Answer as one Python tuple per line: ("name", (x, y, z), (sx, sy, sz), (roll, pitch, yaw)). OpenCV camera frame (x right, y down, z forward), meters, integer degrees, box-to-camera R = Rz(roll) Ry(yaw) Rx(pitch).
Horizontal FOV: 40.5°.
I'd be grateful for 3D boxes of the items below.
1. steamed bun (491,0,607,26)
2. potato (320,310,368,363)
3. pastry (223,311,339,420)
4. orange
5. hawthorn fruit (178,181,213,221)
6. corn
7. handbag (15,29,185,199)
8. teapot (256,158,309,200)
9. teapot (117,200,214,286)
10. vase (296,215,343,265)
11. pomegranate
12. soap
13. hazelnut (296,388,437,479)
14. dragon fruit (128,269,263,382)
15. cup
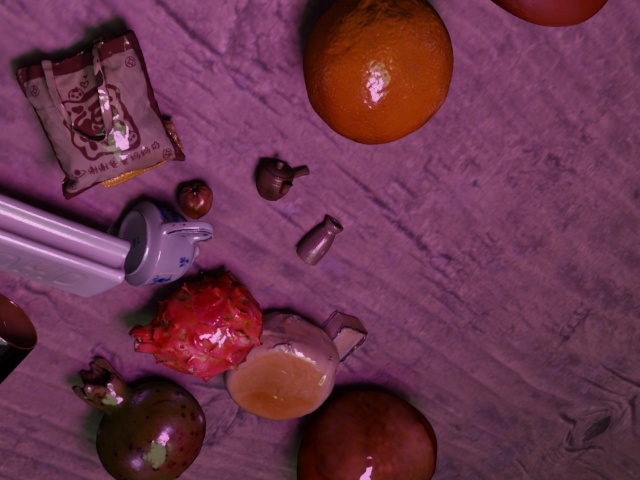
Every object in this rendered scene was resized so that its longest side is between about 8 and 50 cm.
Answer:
("steamed bun", (0.306, -0.512, 1.331), (0.248, 0.235, 0.379), (-24, 132, -1))
("potato", (0.037, 0.223, 1.968), (0.086, 0.061, 0.122), (25, 120, -33))
("pastry", (-0.083, 0.278, 1.890), (0.265, 0.133, 0.265), (3, 124, 5))
("orange", (0.094, -0.293, 1.435), (0.264, 0.264, 0.264), (-10, 131, -12))
("hawthorn fruit", (-0.232, -0.063, 1.633), (0.067, 0.067, 0.103), (-15, 144, -8))
("corn", (-0.323, -0.154, 1.517), (0.165, 0.063, 0.085), (-21, 103, -2))
("handbag", (-0.359, -0.200, 1.414), (0.213, 0.127, 0.235), (-18, 117, -1))
("teapot", (-0.065, -0.113, 1.642), (0.110, 0.085, 0.080), (-7, 135, -41))
("teapot", (-0.288, 0.010, 1.617), (0.159, 0.159, 0.232), (22, 147, -33))
("vase", (0.000, 0.000, 1.773), (0.053, 0.053, 0.100), (29, 111, -36))
("pomegranate", (-0.402, 0.401, 1.864), (0.306, 0.242, 0.242), (24, 119, -11))
("soap", (-0.495, 0.013, 1.536), (0.265, 0.087, 0.160), (24, 152, -34))
("hazelnut", (0.104, 0.526, 2.078), (0.366, 0.366, 0.366), (-10, 131, -12))
("dragon fruit", (-0.243, 0.182, 1.736), (0.268, 0.205, 0.210), (-14, 139, -12))
("cup", (-0.670, 0.188, 1.614), (0.177, 0.166, 0.239), (-40, 132, 10))
